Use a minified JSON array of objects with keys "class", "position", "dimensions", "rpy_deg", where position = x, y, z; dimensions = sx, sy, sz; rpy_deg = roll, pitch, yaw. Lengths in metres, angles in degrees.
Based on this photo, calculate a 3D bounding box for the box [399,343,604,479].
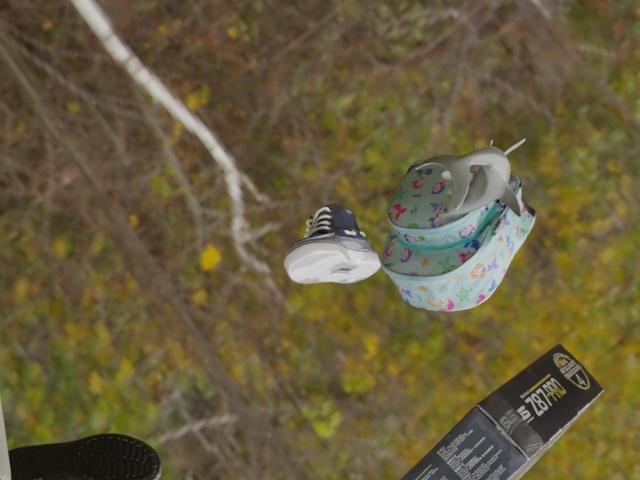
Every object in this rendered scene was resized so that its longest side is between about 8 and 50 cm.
[{"class":"box","position":[0.148,0.316,1.897],"dimensions":[0.395,0.097,0.318],"rpy_deg":[-49,169,25]}]

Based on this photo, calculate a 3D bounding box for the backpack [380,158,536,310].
[{"class":"backpack","position":[0.220,-0.010,2.641],"dimensions":[0.191,0.225,0.253],"rpy_deg":[52,55,-41]}]

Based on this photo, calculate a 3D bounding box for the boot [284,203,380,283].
[{"class":"boot","position":[0.000,0.000,1.835],"dimensions":[0.069,0.086,0.190],"rpy_deg":[-32,162,19]}]

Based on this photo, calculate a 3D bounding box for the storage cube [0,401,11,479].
[{"class":"storage cube","position":[-0.440,0.170,1.542],"dimensions":[0.193,0.215,0.184],"rpy_deg":[-23,143,7]}]

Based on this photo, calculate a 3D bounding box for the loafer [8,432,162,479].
[{"class":"loafer","position":[-0.322,0.314,2.116],"dimensions":[0.220,0.080,0.078],"rpy_deg":[0,143,2]}]

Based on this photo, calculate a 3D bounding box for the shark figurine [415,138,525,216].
[{"class":"shark figurine","position":[0.243,-0.079,2.223],"dimensions":[0.166,0.116,0.278],"rpy_deg":[-31,168,3]}]
